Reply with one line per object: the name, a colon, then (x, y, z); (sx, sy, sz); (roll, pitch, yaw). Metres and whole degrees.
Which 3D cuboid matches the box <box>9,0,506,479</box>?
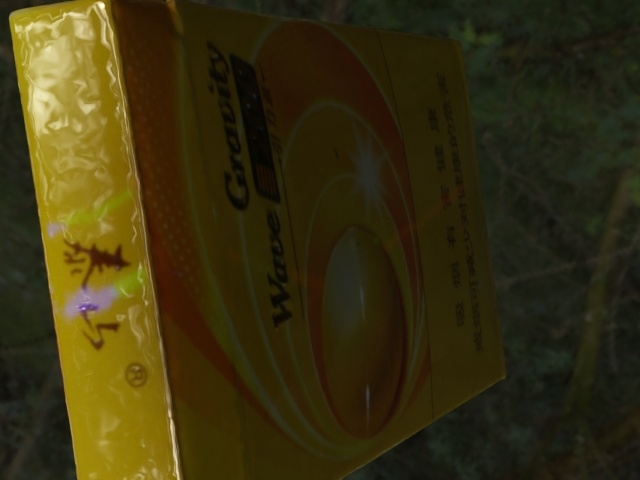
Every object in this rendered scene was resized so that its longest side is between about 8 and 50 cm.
box: (0.000, 0.000, 0.470); (0.043, 0.152, 0.269); (-9, -178, 25)
